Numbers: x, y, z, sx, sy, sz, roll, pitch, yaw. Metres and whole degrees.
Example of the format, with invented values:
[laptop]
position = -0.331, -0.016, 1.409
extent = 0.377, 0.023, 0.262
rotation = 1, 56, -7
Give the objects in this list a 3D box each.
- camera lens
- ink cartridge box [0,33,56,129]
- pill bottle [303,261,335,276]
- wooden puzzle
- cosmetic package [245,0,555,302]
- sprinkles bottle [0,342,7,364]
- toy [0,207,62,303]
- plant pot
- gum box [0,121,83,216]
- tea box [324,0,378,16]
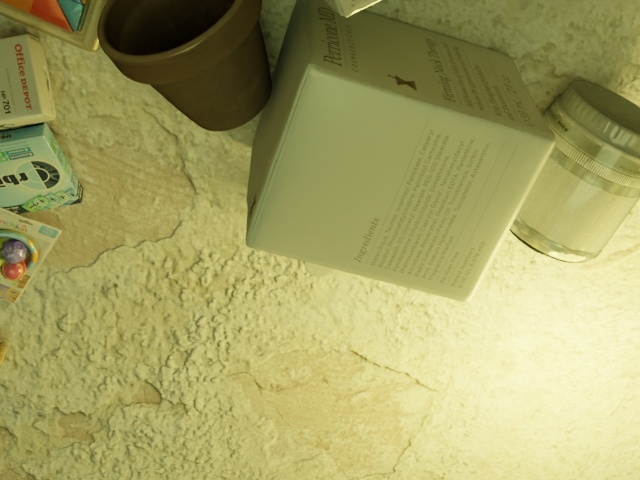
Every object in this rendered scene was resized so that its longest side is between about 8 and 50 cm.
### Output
[camera lens]
position = 0.456, -0.115, 1.543
extent = 0.219, 0.219, 0.274
rotation = 19, 121, -15
[ink cartridge box]
position = -0.555, -0.255, 1.449
extent = 0.190, 0.082, 0.140
rotation = -11, 93, 1
[pill bottle]
position = 0.000, 0.000, 1.637
extent = 0.086, 0.152, 0.086
rotation = -1, 124, -2
[wooden puzzle]
position = -0.439, -0.437, 1.394
extent = 0.238, 0.044, 0.221
rotation = 19, 120, -15
[cosmetic package]
position = 0.108, -0.154, 1.435
extent = 0.393, 0.329, 0.328
rotation = 14, 123, -12
[sprinkles bottle]
position = -0.810, 0.175, 1.733
extent = 0.355, 0.121, 0.121
rotation = 36, 115, -23
[toy]
position = -0.611, 0.046, 1.676
extent = 0.136, 0.056, 0.237
rotation = 23, 130, -28
[plant pot]
position = -0.189, -0.303, 1.398
extent = 0.262, 0.263, 0.229
rotation = -19, 141, 9
[gum box]
position = -0.535, -0.125, 1.564
extent = 0.156, 0.041, 0.184
rotation = -10, 143, 3
[tea box]
position = 0.014, -0.529, 1.137
extent = 0.219, 0.324, 0.329
rotation = -27, 131, -6
